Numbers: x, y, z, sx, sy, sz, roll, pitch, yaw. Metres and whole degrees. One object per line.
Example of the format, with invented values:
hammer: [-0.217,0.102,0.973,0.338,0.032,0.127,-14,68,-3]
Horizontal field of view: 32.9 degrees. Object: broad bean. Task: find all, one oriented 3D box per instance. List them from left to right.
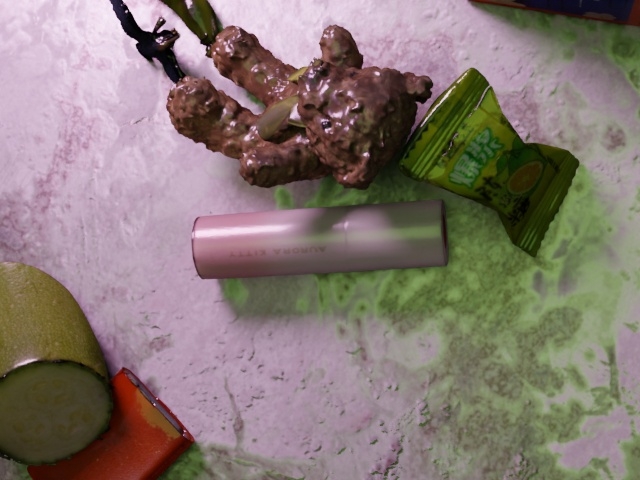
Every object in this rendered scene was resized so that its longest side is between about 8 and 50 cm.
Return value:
broad bean: [-0.218,-0.358,1.501,0.254,0.046,0.065,45,104,10]

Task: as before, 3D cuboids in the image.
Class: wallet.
wallet: [-0.287,0.292,1.476,0.142,0.045,0.204,45,96,10]

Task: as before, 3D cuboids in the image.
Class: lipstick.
lipstick: [0.000,0.000,1.414,0.327,0.087,0.087,-4,86,12]

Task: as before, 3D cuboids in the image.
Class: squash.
squash: [-0.394,0.159,1.494,0.189,0.260,0.189,-10,121,-17]

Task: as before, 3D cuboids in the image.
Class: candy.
candy: [0.223,-0.091,1.327,0.149,0.246,0.069,-56,36,5]

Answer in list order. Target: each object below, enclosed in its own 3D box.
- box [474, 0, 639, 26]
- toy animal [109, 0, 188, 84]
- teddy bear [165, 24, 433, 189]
box: [0.311,-0.465,1.262,0.257,0.318,0.349,12,88,10]
toy animal: [-0.220,-0.266,1.469,0.062,0.108,0.220,-39,115,3]
teddy bear: [-0.036,-0.173,1.353,0.296,0.222,0.246,33,68,3]
